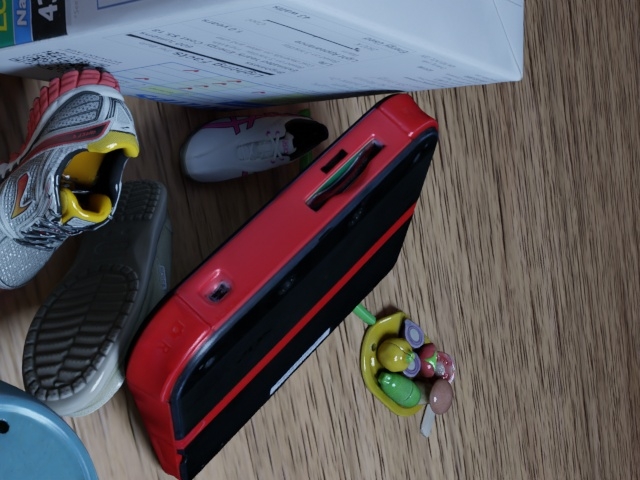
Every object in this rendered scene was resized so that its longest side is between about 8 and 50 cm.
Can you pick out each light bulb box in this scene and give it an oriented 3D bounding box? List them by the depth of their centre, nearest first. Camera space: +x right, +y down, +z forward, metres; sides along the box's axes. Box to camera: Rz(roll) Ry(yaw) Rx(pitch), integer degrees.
[{"bbox_3d":[-0.062,-0.251,0.728,0.358,0.361,0.225,0,91,-54],"label":"light bulb box"}]

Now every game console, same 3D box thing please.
[{"bbox_3d":[-0.030,0.055,0.861,0.386,0.060,0.342,-44,163,-25],"label":"game console"}]

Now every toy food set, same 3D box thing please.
[{"bbox_3d":[0.146,0.188,1.205,0.218,0.071,0.128,45,60,-39],"label":"toy food set"}]

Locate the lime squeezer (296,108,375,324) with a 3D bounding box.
[{"bbox_3d":[0.000,0.000,1.068,0.110,0.059,0.310,-73,147,-65],"label":"lime squeezer"}]

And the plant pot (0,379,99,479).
[{"bbox_3d":[-0.265,0.205,0.586,0.290,0.195,0.290,37,36,-33],"label":"plant pot"}]

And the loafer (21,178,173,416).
[{"bbox_3d":[-0.184,0.056,0.781,0.268,0.102,0.092,-77,157,-44],"label":"loafer"}]

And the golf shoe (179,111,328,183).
[{"bbox_3d":[-0.073,-0.110,0.948,0.186,0.086,0.067,-26,110,-42],"label":"golf shoe"}]

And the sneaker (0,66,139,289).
[{"bbox_3d":[-0.228,-0.035,0.715,0.088,0.225,0.093,1,46,-47],"label":"sneaker"}]
